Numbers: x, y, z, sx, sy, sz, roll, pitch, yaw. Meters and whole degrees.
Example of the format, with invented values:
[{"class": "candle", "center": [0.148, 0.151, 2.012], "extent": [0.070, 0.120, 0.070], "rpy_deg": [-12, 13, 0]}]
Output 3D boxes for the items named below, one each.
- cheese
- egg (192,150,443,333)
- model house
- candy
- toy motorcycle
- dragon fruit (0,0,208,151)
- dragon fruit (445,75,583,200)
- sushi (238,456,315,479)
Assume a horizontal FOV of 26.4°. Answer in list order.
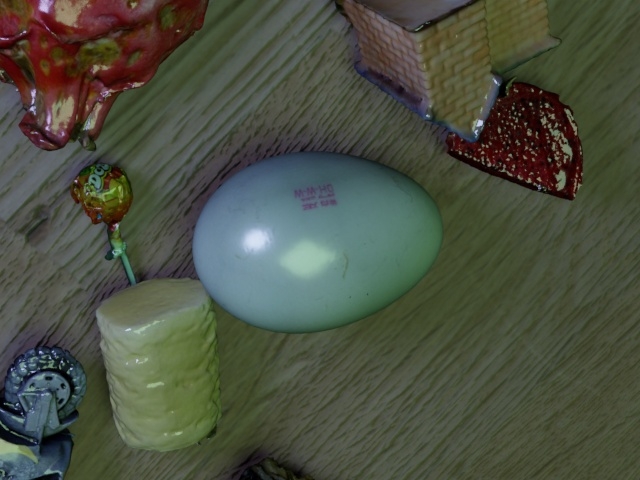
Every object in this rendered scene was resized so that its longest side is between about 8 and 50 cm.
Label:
[{"class": "cheese", "center": [-0.163, 0.129, 1.410], "extent": [0.123, 0.094, 0.167], "rpy_deg": [-12, 122, -16]}, {"class": "egg", "center": [0.000, 0.000, 1.380], "extent": [0.264, 0.183, 0.183], "rpy_deg": [-7, 112, -22]}, {"class": "model house", "center": [0.135, -0.202, 1.374], "extent": [0.183, 0.166, 0.172], "rpy_deg": [-30, 127, -16]}, {"class": "candy", "center": [-0.202, 0.009, 1.398], "extent": [0.060, 0.060, 0.201], "rpy_deg": [-20, 122, -10]}, {"class": "toy motorcycle", "center": [-0.367, 0.225, 1.388], "extent": [0.307, 0.108, 0.173], "rpy_deg": [-25, 120, -6]}, {"class": "dragon fruit", "center": [-0.226, -0.180, 1.268], "extent": [0.262, 0.134, 0.212], "rpy_deg": [4, 111, -19]}, {"class": "dragon fruit", "center": [0.210, -0.116, 1.468], "extent": [0.162, 0.083, 0.106], "rpy_deg": [19, 90, -14]}, {"class": "sushi", "center": [-0.010, 0.338, 1.522], "extent": [0.212, 0.147, 0.115], "rpy_deg": [37, 95, -22]}]
